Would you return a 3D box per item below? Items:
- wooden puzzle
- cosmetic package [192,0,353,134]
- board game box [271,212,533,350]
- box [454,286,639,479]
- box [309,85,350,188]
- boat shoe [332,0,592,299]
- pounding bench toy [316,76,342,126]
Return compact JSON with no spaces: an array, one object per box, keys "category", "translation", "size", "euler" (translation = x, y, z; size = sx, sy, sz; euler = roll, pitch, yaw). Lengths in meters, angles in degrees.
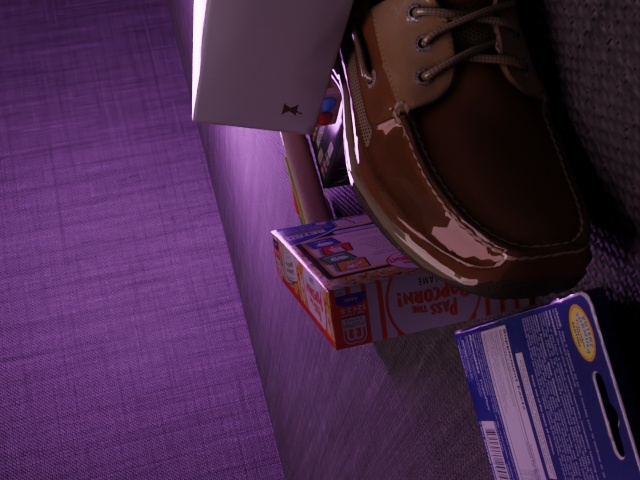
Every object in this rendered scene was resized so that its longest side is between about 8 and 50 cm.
[{"category":"wooden puzzle","translation":[0.000,0.000,0.999],"size":[0.239,0.044,0.221],"euler":[66,-173,-70]},{"category":"cosmetic package","translation":[-0.016,-0.300,0.525],"size":[0.377,0.097,0.284],"euler":[109,158,-49]},{"category":"board game box","translation":[0.053,0.018,0.656],"size":[0.193,0.146,0.045],"euler":[-137,38,-71]},{"category":"box","translation":[0.152,0.109,0.541],"size":[0.225,0.036,0.136],"euler":[125,132,-76]},{"category":"box","translation":[0.021,-0.178,0.838],"size":[0.231,0.056,0.183],"euler":[116,140,-71]},{"category":"boat shoe","translation":[0.069,-0.109,0.528],"size":[0.120,0.122,0.324],"euler":[98,158,-45]},{"category":"pounding bench toy","translation":[-0.028,-0.134,0.768],"size":[0.052,0.083,0.065],"euler":[105,152,-63]}]
